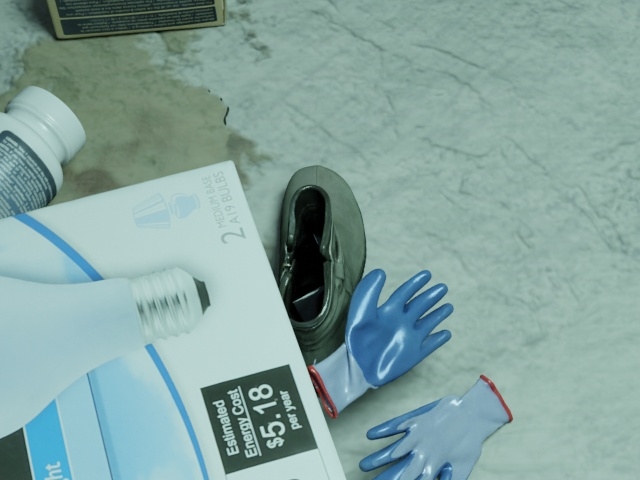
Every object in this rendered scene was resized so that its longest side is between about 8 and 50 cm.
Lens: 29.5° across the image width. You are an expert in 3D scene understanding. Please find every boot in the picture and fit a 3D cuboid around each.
[{"bbox_3d":[0.000,0.000,1.071,0.083,0.161,0.246,0,55,1],"label":"boot"}]

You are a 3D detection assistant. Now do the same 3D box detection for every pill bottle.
[{"bbox_3d":[-0.310,-0.059,1.157,0.108,0.108,0.180,27,60,20],"label":"pill bottle"}]

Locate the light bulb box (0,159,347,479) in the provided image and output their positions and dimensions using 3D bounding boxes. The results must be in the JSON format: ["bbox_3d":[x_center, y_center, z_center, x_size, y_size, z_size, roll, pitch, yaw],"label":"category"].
[{"bbox_3d":[-0.185,0.174,0.919,0.361,0.225,0.358,-16,56,-10],"label":"light bulb box"}]

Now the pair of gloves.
[{"bbox_3d":[0.073,0.123,1.006,0.159,0.023,0.198,-35,100,-30],"label":"pair of gloves"}]

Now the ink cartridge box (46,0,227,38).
[{"bbox_3d":[-0.206,-0.342,1.363,0.193,0.088,0.234,-4,54,-2],"label":"ink cartridge box"}]
